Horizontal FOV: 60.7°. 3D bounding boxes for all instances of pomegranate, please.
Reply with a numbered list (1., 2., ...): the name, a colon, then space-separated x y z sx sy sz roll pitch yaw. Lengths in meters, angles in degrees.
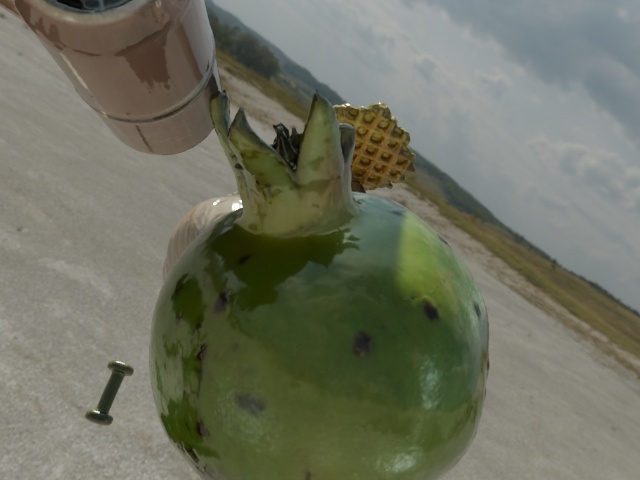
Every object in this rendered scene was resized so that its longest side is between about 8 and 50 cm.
1. pomegranate: -0.007 0.056 0.410 0.260 0.260 0.341 -123 -163 -58

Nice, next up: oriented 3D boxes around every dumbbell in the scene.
1. dumbbell: -0.397 0.287 1.033 0.052 0.118 0.046 18 -25 -4

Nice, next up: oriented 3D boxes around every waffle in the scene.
1. waffle: 0.088 -0.206 1.257 0.245 0.254 0.052 59 33 -38

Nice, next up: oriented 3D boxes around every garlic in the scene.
1. garlic: -0.168 0.023 1.115 0.317 0.317 0.260 24 59 -54

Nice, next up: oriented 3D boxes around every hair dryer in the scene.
1. hair dryer: -0.230 -0.197 0.380 0.344 0.107 0.189 30 -11 2

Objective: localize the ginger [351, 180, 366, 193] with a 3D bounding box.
1. ginger: 0.000 0.000 1.313 0.165 0.322 0.172 23 3 -21
